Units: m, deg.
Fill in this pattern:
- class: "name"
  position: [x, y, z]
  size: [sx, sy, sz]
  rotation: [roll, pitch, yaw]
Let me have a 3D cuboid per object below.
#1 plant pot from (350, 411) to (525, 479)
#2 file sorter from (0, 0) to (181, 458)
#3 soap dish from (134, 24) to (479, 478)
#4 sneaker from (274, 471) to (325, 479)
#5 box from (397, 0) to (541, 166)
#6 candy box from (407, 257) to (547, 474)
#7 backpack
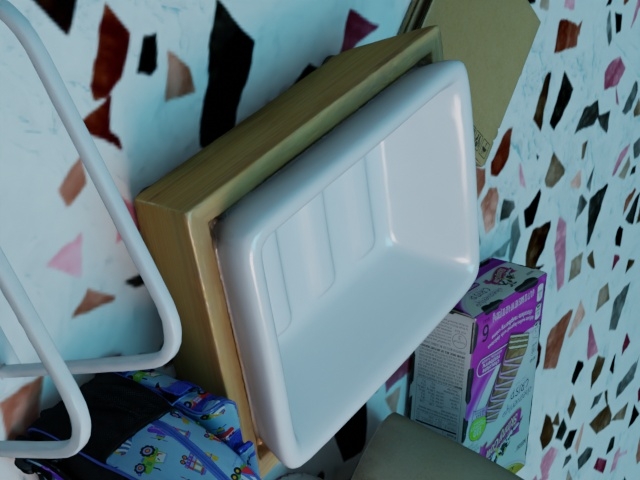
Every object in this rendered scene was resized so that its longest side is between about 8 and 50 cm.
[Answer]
- class: "plant pot"
  position: [0.154, 0.314, 0.992]
  size: [0.256, 0.274, 0.256]
  rotation: [16, 90, -74]
- class: "file sorter"
  position: [-0.214, 0.045, 0.425]
  size: [0.278, 0.173, 0.192]
  rotation: [-42, 115, -45]
- class: "soap dish"
  position: [0.000, 0.000, 0.832]
  size: [0.291, 0.118, 0.229]
  rotation: [-41, 134, -39]
- class: "sneaker"
  position: [-0.024, 0.243, 0.939]
  size: [0.178, 0.077, 0.072]
  rotation: [2, 103, -56]
- class: "box"
  position: [0.137, -0.180, 1.041]
  size: [0.201, 0.021, 0.164]
  rotation: [36, 74, -55]
- class: "candy box"
  position: [0.159, 0.153, 1.171]
  size: [0.159, 0.071, 0.233]
  rotation: [-24, 123, -50]
- class: "backpack"
  position: [-0.089, 0.172, 0.726]
  size: [0.117, 0.173, 0.158]
  rotation: [-41, 134, -39]
